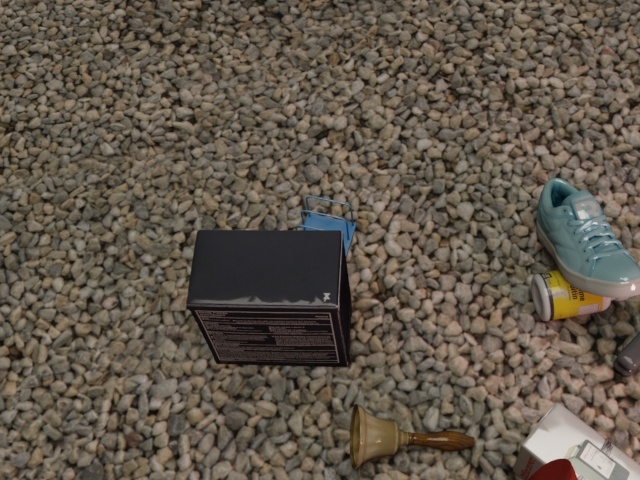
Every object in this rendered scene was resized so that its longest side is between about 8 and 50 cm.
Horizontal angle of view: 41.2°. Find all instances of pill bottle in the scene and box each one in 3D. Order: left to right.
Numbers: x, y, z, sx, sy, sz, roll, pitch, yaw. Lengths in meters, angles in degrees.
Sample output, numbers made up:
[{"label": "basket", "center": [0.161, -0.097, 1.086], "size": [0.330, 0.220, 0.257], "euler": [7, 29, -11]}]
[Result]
[{"label": "pill bottle", "center": [0.545, 0.105, 1.791], "size": [0.184, 0.103, 0.103], "euler": [-11, 60, 0]}]

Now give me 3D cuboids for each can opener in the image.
[{"label": "can opener", "center": [0.719, 0.180, 1.747], "size": [0.280, 0.074, 0.093], "euler": [-36, 64, -14]}]

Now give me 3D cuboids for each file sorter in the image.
[{"label": "file sorter", "center": [0.000, 0.000, 1.908], "size": [0.118, 0.104, 0.170], "euler": [12, 62, 12]}]

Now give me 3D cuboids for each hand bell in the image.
[{"label": "hand bell", "center": [0.186, 0.391, 1.683], "size": [0.241, 0.126, 0.126], "euler": [3, 60, -6]}]

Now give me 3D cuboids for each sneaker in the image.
[{"label": "sneaker", "center": [0.537, -0.016, 1.746], "size": [0.135, 0.150, 0.366], "euler": [-17, 30, -9]}]

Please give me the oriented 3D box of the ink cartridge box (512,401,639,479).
[{"label": "ink cartridge box", "center": [0.496, 0.445, 1.548], "size": [0.273, 0.198, 0.115], "euler": [38, 72, 24]}]

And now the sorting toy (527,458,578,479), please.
[{"label": "sorting toy", "center": [0.341, 0.528, 1.488], "size": [0.126, 0.365, 0.127], "euler": [42, 28, -4]}]

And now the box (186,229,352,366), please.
[{"label": "box", "center": [-0.090, 0.120, 1.740], "size": [0.296, 0.294, 0.183], "euler": [0, 61, 6]}]
